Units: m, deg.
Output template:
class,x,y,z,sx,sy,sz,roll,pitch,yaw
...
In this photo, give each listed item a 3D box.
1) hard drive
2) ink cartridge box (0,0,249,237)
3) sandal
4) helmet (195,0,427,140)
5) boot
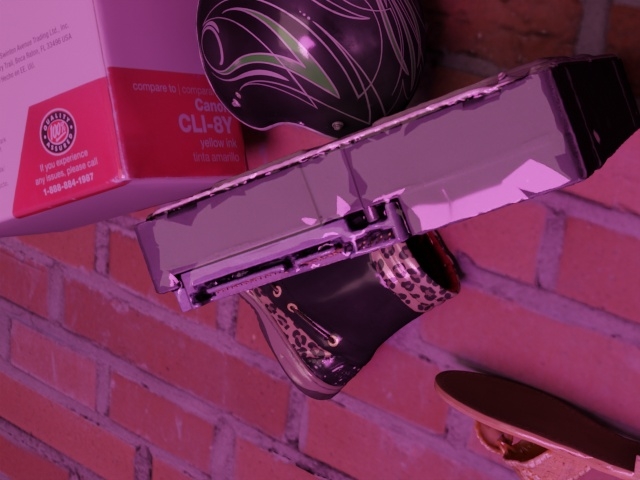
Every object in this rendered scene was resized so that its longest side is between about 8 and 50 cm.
class,x,y,z,sx,sy,sz,roll,pitch,yaw
hard drive,0.067,-0.049,0.660,0.237,0.339,0.064,-19,94,24
ink cartridge box,-0.239,-0.212,0.942,0.279,0.160,0.385,-12,87,38
sandal,0.193,0.177,0.834,0.240,0.088,0.079,14,107,28
helmet,0.001,-0.162,0.821,0.161,0.169,0.169,8,110,40
boot,0.001,0.001,0.929,0.178,0.085,0.236,-39,76,32
